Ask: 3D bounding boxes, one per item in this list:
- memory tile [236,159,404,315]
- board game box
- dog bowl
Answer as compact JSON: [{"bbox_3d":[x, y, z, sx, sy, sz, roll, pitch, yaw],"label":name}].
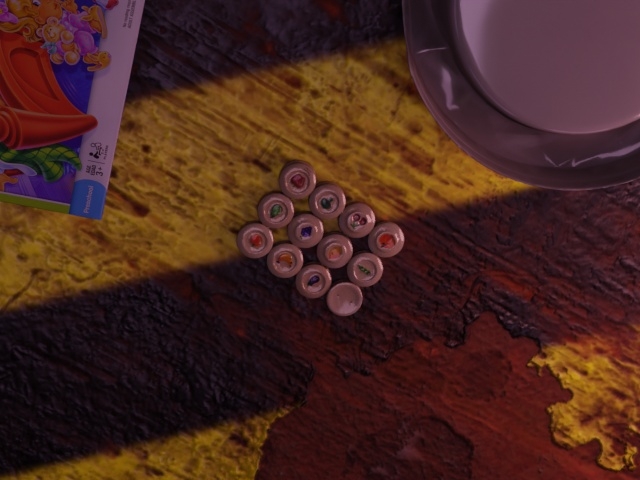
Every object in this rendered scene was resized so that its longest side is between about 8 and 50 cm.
[{"bbox_3d":[0.000,0.000,1.349,0.148,0.012,0.113,33,102,-16],"label":"memory tile"},{"bbox_3d":[-0.272,-0.201,1.174,0.233,0.078,0.347,10,121,-10],"label":"board game box"},{"bbox_3d":[0.236,-0.227,1.252,0.349,0.102,0.349,-2,109,-6],"label":"dog bowl"}]
